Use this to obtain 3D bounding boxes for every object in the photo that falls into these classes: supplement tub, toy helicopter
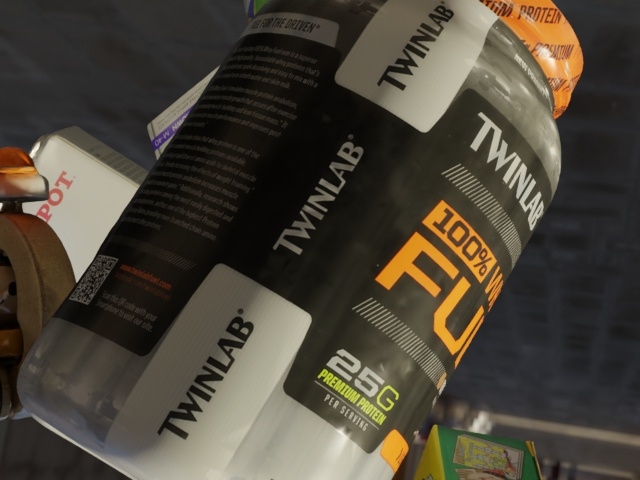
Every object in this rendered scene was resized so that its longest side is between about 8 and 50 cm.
[{"bbox_3d":[0.000,0.000,0.739,0.207,0.338,0.207,30,166,8],"label":"supplement tub"},{"bbox_3d":[-0.297,0.006,1.130,0.140,0.235,0.355,-4,-154,-34],"label":"toy helicopter"}]

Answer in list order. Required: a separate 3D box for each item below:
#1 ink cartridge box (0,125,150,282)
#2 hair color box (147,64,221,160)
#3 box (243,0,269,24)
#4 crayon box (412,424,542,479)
[{"bbox_3d":[-0.216,0.079,1.530,0.385,0.279,0.160,33,-173,-5],"label":"ink cartridge box"},{"bbox_3d":[-0.025,-0.024,1.155,0.185,0.338,0.110,-38,141,19],"label":"hair color box"},{"bbox_3d":[0.037,-0.353,1.486,0.177,0.290,0.279,9,-148,-16],"label":"box"},{"bbox_3d":[0.112,0.384,1.071,0.106,0.313,0.363,13,-155,-7],"label":"crayon box"}]
